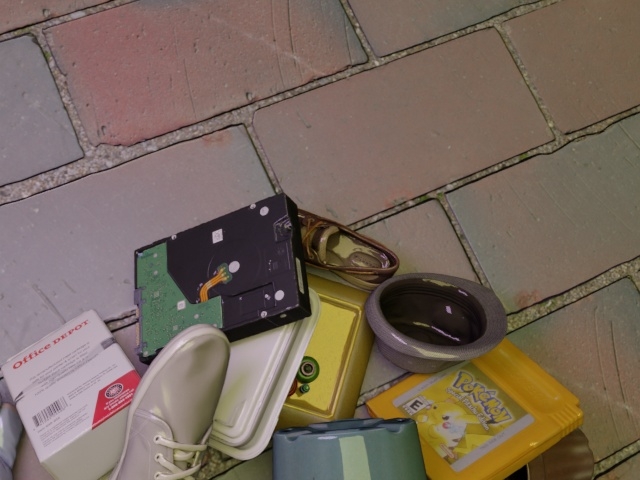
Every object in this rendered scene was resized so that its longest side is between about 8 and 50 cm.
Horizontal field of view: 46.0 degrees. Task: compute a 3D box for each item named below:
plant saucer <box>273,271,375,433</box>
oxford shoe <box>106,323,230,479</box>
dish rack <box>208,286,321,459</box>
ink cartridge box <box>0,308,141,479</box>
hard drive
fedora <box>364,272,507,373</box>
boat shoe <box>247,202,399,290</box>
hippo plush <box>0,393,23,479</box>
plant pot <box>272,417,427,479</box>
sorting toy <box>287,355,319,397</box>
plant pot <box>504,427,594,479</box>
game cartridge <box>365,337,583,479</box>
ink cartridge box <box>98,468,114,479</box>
[{"bbox_3d":[-0.059,0.211,1.489,0.332,0.081,0.333,18,73,-4],"label":"plant saucer"},{"bbox_3d":[-0.246,0.351,1.214,0.169,0.130,0.450,22,93,-44],"label":"oxford shoe"},{"bbox_3d":[-0.174,0.204,1.389,0.285,0.072,0.333,14,73,34],"label":"dish rack"},{"bbox_3d":[-0.416,0.272,1.320,0.197,0.114,0.273,-33,42,-16],"label":"ink cartridge box"},{"bbox_3d":[-0.187,0.075,1.377,0.338,0.064,0.237,-20,58,17],"label":"hard drive"},{"bbox_3d":[0.219,0.179,1.496,0.275,0.124,0.244,2,39,-8],"label":"fedora"},{"bbox_3d":[0.000,0.000,1.532,0.341,0.123,0.123,24,72,-3],"label":"boat shoe"},{"bbox_3d":[-0.658,0.392,1.303,0.236,0.234,0.294,-17,121,4],"label":"hippo plush"},{"bbox_3d":[0.054,0.483,1.283,0.341,0.341,0.334,-4,81,-11],"label":"plant pot"},{"bbox_3d":[-0.041,0.259,1.415,0.102,0.042,0.061,-35,83,-17],"label":"sorting toy"},{"bbox_3d":[0.431,0.432,1.481,0.165,0.167,0.167,-2,75,-19],"label":"plant pot"},{"bbox_3d":[0.293,0.325,1.444,0.323,0.053,0.285,-29,39,-15],"label":"game cartridge"},{"bbox_3d":[-0.314,0.509,1.353,0.172,0.100,0.237,-35,84,-16],"label":"ink cartridge box"}]
